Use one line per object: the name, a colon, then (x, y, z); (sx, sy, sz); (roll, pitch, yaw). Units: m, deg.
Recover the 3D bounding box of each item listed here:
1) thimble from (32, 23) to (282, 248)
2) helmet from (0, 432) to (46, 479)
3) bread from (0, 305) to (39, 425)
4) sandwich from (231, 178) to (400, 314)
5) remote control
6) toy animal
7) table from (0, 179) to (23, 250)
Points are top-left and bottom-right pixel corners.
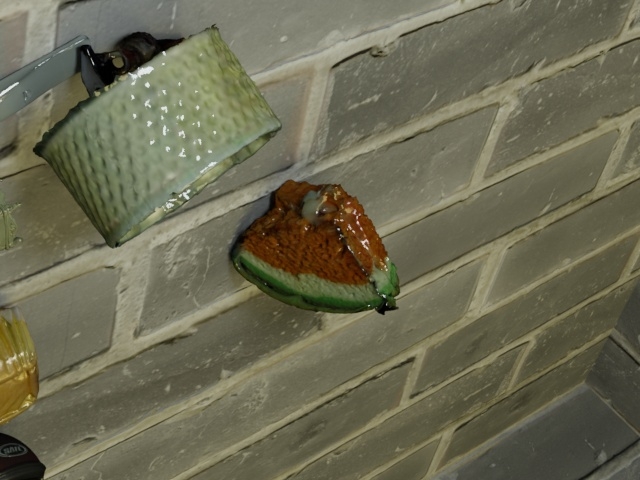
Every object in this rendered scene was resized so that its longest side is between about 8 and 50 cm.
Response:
thimble: (-0.193, -0.120, 1.591); (0.270, 0.150, 0.271); (-36, -179, 1)
helmet: (-0.501, 0.379, 1.933); (0.216, 0.193, 0.189); (-50, 157, 21)
bread: (-0.508, 0.202, 1.760); (0.288, 0.119, 0.153); (-27, 151, -28)
sandwich: (-0.006, 0.009, 2.080); (0.109, 0.292, 0.212); (-40, 118, -48)
remote control: (-0.343, -0.179, 1.553); (0.184, 0.027, 0.050); (-35, 151, -20)
toy animal: (-0.219, -0.222, 1.609); (0.105, 0.070, 0.202); (-20, -174, 27)
table: (-0.418, -0.022, 1.633); (0.083, 0.062, 0.079); (-28, 149, -30)
